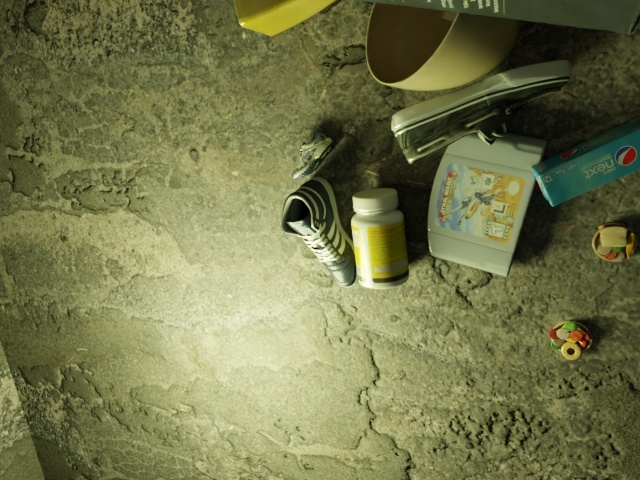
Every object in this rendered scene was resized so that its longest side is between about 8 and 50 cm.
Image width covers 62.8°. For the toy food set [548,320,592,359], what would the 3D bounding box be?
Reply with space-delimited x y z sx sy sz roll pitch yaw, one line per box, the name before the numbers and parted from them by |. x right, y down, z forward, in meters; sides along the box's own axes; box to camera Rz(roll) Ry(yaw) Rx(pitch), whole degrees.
toy food set | 0.536 0.211 1.125 0.083 0.020 0.083 38 120 9

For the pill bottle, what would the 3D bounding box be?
pill bottle | 0.133 -0.006 1.183 0.119 0.119 0.208 0 108 25

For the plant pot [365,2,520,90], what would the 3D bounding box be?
plant pot | 0.239 -0.390 0.936 0.191 0.284 0.284 11 122 -27

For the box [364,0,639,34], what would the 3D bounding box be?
box | 0.218 -0.565 0.633 0.472 0.297 0.479 17 90 21

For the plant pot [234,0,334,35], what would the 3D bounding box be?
plant pot | -0.067 -0.552 1.049 0.187 0.212 0.212 -10 103 15

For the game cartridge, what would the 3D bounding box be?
game cartridge | 0.333 -0.084 1.102 0.198 0.062 0.297 14 113 16

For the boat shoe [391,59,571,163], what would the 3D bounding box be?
boat shoe | 0.308 -0.237 1.001 0.335 0.121 0.119 -17 92 19

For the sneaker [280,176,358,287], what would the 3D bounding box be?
sneaker | 0.000 0.000 1.227 0.099 0.153 0.282 -15 101 29

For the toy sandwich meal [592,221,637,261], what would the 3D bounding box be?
toy sandwich meal | 0.577 0.004 1.028 0.086 0.029 0.085 8 111 23

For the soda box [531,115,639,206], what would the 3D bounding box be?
soda box | 0.506 -0.145 0.960 0.210 0.067 0.071 -25 106 18

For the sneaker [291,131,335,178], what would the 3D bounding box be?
sneaker | -0.026 -0.201 1.236 0.135 0.052 0.058 -44 76 23
